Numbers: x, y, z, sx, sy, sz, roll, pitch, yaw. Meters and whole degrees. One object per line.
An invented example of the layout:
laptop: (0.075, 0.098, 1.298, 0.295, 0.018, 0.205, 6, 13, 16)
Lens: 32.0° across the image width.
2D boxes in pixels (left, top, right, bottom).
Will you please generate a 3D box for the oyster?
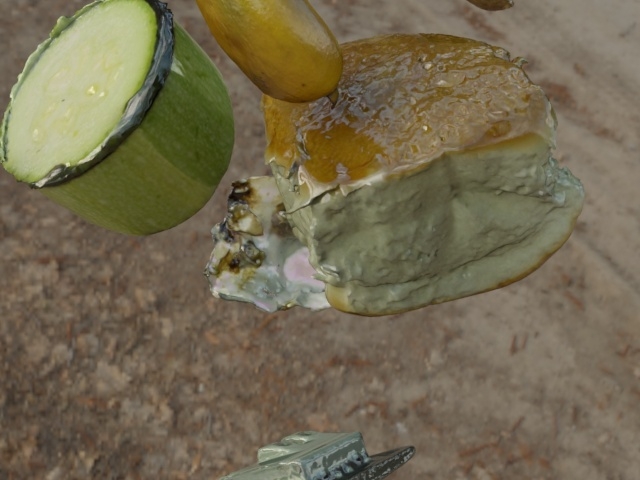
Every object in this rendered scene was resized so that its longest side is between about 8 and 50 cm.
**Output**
oyster: (0.000, 0.002, 1.612, 0.354, 0.201, 0.107, -2, 5, -15)

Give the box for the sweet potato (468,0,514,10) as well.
sweet potato: (0.199, -0.481, 1.530, 0.092, 0.341, 0.114, -12, 8, -20)

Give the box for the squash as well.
squash: (-0.195, -0.125, 1.062, 0.220, 0.220, 0.133, 47, 8, 38)

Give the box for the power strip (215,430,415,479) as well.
power strip: (-0.041, 0.301, 1.411, 0.251, 0.092, 0.257, -15, -3, 33)

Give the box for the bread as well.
bread: (0.082, -0.073, 1.007, 0.250, 0.225, 0.279, -19, 38, 2)

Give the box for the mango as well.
mango: (-0.049, -0.171, 0.847, 0.066, 0.187, 0.101, -46, 23, -13)
